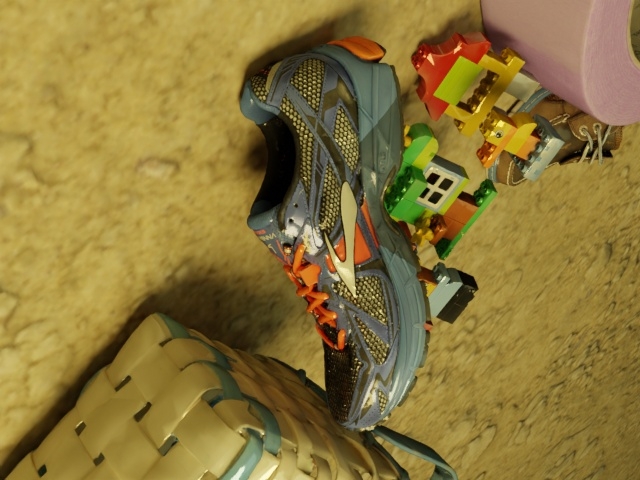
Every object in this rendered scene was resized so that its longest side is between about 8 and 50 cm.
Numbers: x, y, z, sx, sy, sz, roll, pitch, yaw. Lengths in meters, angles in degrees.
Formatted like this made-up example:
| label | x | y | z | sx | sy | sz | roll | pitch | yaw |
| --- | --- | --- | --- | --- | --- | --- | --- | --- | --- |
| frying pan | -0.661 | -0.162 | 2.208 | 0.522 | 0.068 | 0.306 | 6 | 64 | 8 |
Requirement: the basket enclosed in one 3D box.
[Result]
| label | x | y | z | sx | sy | sz | roll | pitch | yaw |
| --- | --- | --- | --- | --- | --- | --- | --- | --- | --- |
| basket | -0.056 | 0.202 | 0.612 | 0.255 | 0.201 | 0.289 | -50 | 140 | 0 |

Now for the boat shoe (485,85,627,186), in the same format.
| label | x | y | z | sx | sy | sz | roll | pitch | yaw |
| --- | --- | --- | --- | --- | --- | --- | --- | --- | --- |
| boat shoe | 0.209 | -0.096 | 0.764 | 0.183 | 0.066 | 0.066 | -38 | 146 | -19 |

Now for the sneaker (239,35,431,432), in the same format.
| label | x | y | z | sx | sy | sz | roll | pitch | yaw |
| --- | --- | --- | --- | --- | --- | --- | --- | --- | --- |
| sneaker | 0.000 | 0.000 | 0.541 | 0.087 | 0.083 | 0.221 | -10 | 92 | -26 |

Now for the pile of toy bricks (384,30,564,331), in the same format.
| label | x | y | z | sx | sy | sz | roll | pitch | yaw |
| --- | --- | --- | --- | --- | --- | --- | --- | --- | --- |
| pile of toy bricks | 0.054 | -0.030 | 0.625 | 0.105 | 0.118 | 0.212 | 22 | 118 | -24 |

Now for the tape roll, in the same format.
| label | x | y | z | sx | sy | sz | roll | pitch | yaw |
| --- | --- | --- | --- | --- | --- | --- | --- | --- | --- |
| tape roll | 0.233 | -0.219 | 0.650 | 0.274 | 0.090 | 0.275 | -33 | 145 | -27 |
